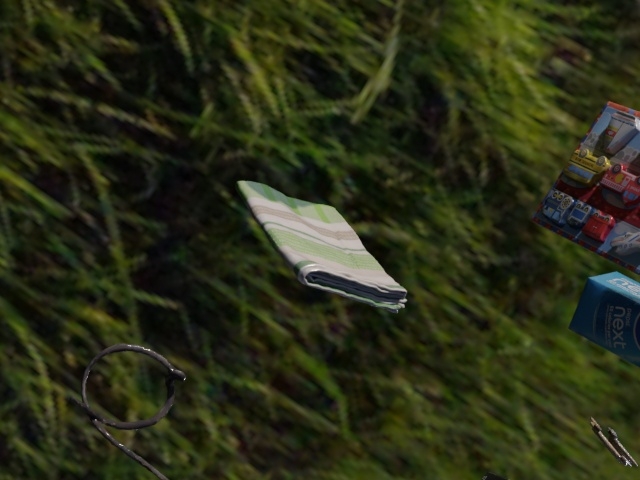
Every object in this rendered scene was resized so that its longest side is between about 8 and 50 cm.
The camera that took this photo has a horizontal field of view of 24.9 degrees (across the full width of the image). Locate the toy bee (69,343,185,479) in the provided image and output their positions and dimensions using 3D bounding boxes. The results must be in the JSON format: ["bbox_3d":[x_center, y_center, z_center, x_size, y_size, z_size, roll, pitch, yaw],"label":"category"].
[{"bbox_3d":[-0.076,0.235,0.939,0.195,0.298,0.162,-45,-164,-7],"label":"toy bee"}]

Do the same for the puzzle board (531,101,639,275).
[{"bbox_3d":[0.196,-0.035,0.925,0.011,0.128,0.096,31,91,-33],"label":"puzzle board"}]

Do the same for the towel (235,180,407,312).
[{"bbox_3d":[0.000,0.000,1.219,0.113,0.152,0.023,19,112,-36],"label":"towel"}]

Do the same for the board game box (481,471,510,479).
[{"bbox_3d":[0.130,0.291,1.159,0.126,0.026,0.186,-49,136,-31],"label":"board game box"}]

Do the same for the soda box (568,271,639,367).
[{"bbox_3d":[0.380,0.109,1.565,0.071,0.210,0.067,-6,118,-52],"label":"soda box"}]

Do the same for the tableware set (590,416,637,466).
[{"bbox_3d":[0.376,0.275,1.716,0.020,0.168,0.141,-40,161,4],"label":"tableware set"}]
